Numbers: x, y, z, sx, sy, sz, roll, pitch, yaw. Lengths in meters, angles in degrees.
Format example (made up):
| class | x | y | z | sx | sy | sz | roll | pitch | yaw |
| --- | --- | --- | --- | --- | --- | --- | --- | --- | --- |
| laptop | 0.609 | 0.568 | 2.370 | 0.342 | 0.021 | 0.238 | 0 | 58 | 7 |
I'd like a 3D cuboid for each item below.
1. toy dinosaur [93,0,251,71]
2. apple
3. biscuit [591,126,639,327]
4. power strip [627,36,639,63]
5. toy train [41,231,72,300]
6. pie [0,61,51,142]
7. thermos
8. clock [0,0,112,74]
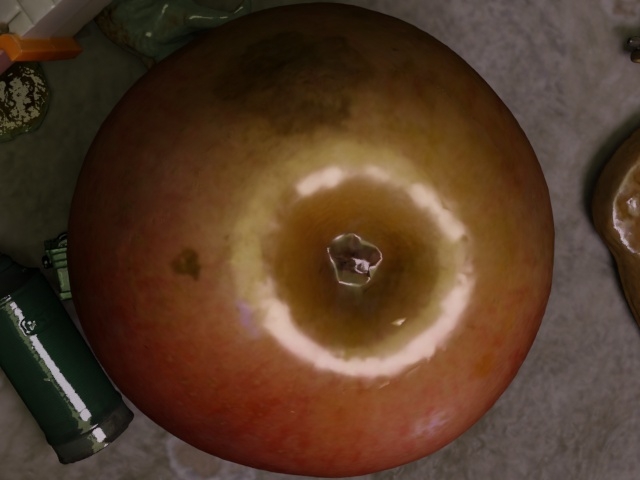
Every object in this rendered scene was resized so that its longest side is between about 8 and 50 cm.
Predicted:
| class | x | y | z | sx | sy | sz | roll | pitch | yaw |
| --- | --- | --- | --- | --- | --- | --- | --- | --- | --- |
| toy dinosaur | -0.109 | -0.270 | 0.960 | 0.206 | 0.092 | 0.392 | -20 | 108 | -2 |
| apple | 0.000 | 0.000 | 0.873 | 0.364 | 0.364 | 0.363 | -1 | 97 | -11 |
| biscuit | 0.421 | 0.010 | 1.108 | 0.287 | 0.057 | 0.343 | -36 | 101 | -5 |
| power strip | 0.420 | -0.158 | 1.085 | 0.306 | 0.064 | 0.044 | 10 | 92 | -12 |
| toy train | -0.188 | 0.017 | 1.003 | 0.093 | 0.038 | 0.056 | -11 | 105 | -10 |
| pie | -0.267 | -0.121 | 0.979 | 0.085 | 0.020 | 0.084 | -1 | 96 | -11 |
| thermos | -0.233 | 0.087 | 0.980 | 0.073 | 0.083 | 0.187 | -32 | 106 | -13 |
| clock | -0.221 | -0.242 | 0.889 | 0.255 | 0.106 | 0.219 | -35 | 87 | 22 |
